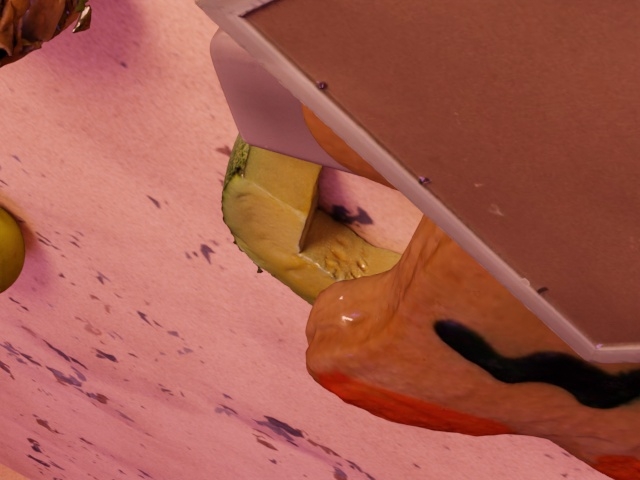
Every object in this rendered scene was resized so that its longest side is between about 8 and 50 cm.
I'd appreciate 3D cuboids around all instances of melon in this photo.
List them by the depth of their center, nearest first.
[{"bbox_3d":[0.000,0.000,0.799,0.209,0.064,0.118,38,147,-19],"label":"melon"}]

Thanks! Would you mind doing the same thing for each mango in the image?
[{"bbox_3d":[-0.369,0.011,1.147,0.117,0.089,0.163,42,150,-22],"label":"mango"}]

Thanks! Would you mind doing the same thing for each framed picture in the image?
[{"bbox_3d":[0.110,-0.031,0.390,0.217,0.017,0.274,-8,140,48],"label":"framed picture"}]

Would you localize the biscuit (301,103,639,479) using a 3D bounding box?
[{"bbox_3d":[0.149,0.029,0.570,0.368,0.076,0.394,15,147,-2],"label":"biscuit"}]

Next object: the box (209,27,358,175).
[{"bbox_3d":[0.057,-0.073,0.623,0.244,0.055,0.103,18,150,24],"label":"box"}]

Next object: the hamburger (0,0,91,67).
[{"bbox_3d":[-0.237,-0.187,0.650,0.183,0.130,0.206,15,146,24],"label":"hamburger"}]
